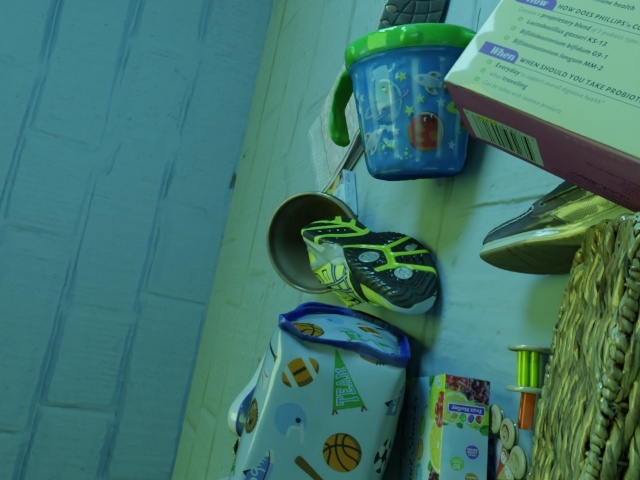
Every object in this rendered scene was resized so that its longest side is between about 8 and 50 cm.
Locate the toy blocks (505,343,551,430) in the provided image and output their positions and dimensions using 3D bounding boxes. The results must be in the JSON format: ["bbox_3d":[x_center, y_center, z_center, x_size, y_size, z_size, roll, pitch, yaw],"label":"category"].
[{"bbox_3d":[0.264,0.196,0.632,0.123,0.054,0.148,156,125,-64],"label":"toy blocks"}]

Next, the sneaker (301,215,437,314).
[{"bbox_3d":[0.097,0.064,1.067,0.385,0.145,0.147,34,138,59],"label":"sneaker"}]

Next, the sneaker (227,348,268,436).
[{"bbox_3d":[-0.041,0.349,1.274,0.323,0.236,0.130,-49,-48,-48],"label":"sneaker"}]

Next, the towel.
[{"bbox_3d":[0.049,-0.312,1.520,0.331,0.053,0.317,-97,29,-41],"label":"towel"}]

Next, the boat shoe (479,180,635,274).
[{"bbox_3d":[0.302,-0.029,0.621,0.285,0.103,0.092,-29,46,58],"label":"boat shoe"}]

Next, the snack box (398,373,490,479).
[{"bbox_3d":[0.164,0.296,0.756,0.174,0.070,0.207,117,162,-73],"label":"snack box"}]

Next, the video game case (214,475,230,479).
[{"bbox_3d":[-0.075,0.550,0.984,0.329,0.300,0.036,-111,8,-57],"label":"video game case"}]

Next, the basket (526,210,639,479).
[{"bbox_3d":[0.321,0.144,0.465,0.213,0.223,0.299,23,-101,-78],"label":"basket"}]

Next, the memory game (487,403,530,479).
[{"bbox_3d":[0.215,0.299,0.685,0.186,0.012,0.186,-173,90,-84],"label":"memory game"}]

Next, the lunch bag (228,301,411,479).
[{"bbox_3d":[0.008,0.282,0.912,0.385,0.239,0.327,10,-82,-78],"label":"lunch bag"}]

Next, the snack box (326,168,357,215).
[{"bbox_3d":[0.053,-0.096,1.389,0.100,0.037,0.141,127,149,-49],"label":"snack box"}]

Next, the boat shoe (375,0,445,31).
[{"bbox_3d":[0.202,-0.524,1.167,0.324,0.123,0.116,-61,15,3],"label":"boat shoe"}]

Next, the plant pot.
[{"bbox_3d":[0.000,0.000,1.294,0.110,0.237,0.237,-18,-49,-65],"label":"plant pot"}]

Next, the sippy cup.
[{"bbox_3d":[0.160,-0.219,0.941,0.305,0.240,0.224,-178,87,-76],"label":"sippy cup"}]

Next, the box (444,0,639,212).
[{"bbox_3d":[0.281,-0.178,0.505,0.213,0.117,0.243,36,91,34],"label":"box"}]

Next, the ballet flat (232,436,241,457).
[{"bbox_3d":[-0.141,0.502,1.403,0.348,0.123,0.123,129,148,-48],"label":"ballet flat"}]
